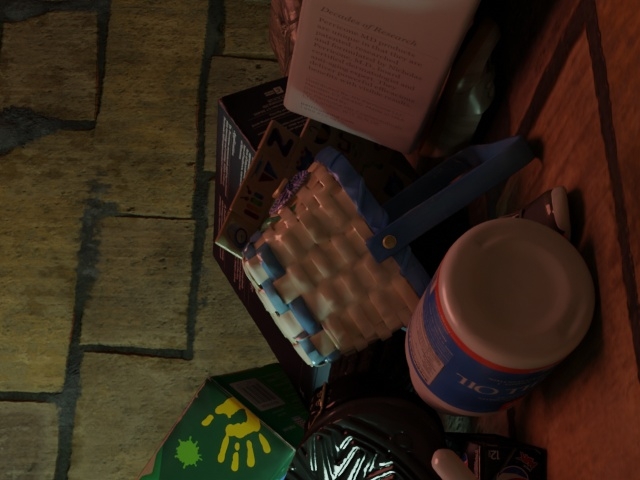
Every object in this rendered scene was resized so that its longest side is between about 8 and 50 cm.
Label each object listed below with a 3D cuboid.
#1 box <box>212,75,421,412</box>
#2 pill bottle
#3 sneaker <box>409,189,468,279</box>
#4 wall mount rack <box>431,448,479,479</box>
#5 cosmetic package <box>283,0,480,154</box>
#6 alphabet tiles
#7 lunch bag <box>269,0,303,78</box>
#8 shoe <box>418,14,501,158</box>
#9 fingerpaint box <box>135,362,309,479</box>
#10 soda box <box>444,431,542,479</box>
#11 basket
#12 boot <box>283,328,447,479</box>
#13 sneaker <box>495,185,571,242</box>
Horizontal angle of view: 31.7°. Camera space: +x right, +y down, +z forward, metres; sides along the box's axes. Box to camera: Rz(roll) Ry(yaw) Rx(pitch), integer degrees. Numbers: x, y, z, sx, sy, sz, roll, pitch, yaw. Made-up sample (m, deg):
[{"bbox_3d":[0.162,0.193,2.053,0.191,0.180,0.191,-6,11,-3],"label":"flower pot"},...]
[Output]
[{"bbox_3d":[0.000,0.000,1.540,0.312,0.179,0.343,57,155,30],"label":"box"},{"bbox_3d":[0.140,0.078,0.952,0.221,0.124,0.124,103,168,-67],"label":"pill bottle"},{"bbox_3d":[0.126,0.050,1.298,0.097,0.084,0.235,96,174,-56],"label":"sneaker"},{"bbox_3d":[0.120,0.278,0.605,0.350,0.130,0.304,15,-107,-80],"label":"wall mount rack"},{"bbox_3d":[0.091,-0.295,1.086,0.453,0.161,0.230,109,-178,-67],"label":"cosmetic package"},{"bbox_3d":[0.006,-0.052,1.279,0.009,0.198,0.237,-9,53,57],"label":"alphabet tiles"},{"bbox_3d":[0.045,-0.263,1.719,0.305,0.212,0.256,111,144,-75],"label":"lunch bag"},{"bbox_3d":[0.162,-0.160,1.223,0.219,0.058,0.076,109,-177,-58],"label":"shoe"},{"bbox_3d":[-0.118,0.373,1.665,0.371,0.163,0.445,-55,-16,9],"label":"fingerpaint box"},{"bbox_3d":[0.156,0.211,1.048,0.169,0.060,0.053,136,137,-83],"label":"soda box"},{"bbox_3d":[0.066,-0.012,1.128,0.201,0.289,0.255,60,175,-3],"label":"basket"},{"bbox_3d":[0.059,0.183,1.204,0.260,0.131,0.348,-59,3,-39],"label":"boot"},{"bbox_3d":[0.170,0.002,0.968,0.158,0.065,0.061,104,167,-65],"label":"sneaker"}]
